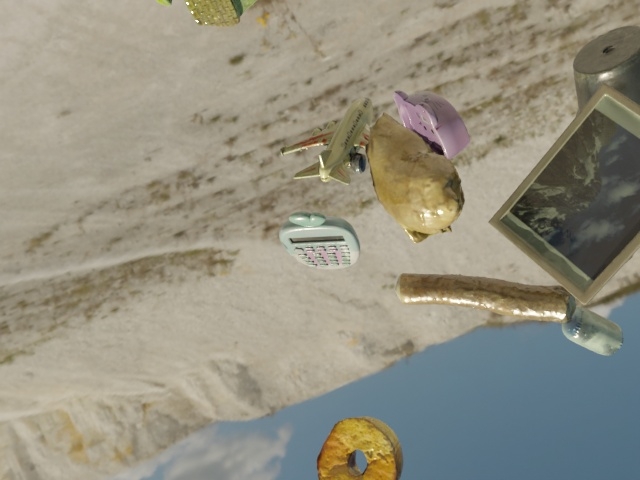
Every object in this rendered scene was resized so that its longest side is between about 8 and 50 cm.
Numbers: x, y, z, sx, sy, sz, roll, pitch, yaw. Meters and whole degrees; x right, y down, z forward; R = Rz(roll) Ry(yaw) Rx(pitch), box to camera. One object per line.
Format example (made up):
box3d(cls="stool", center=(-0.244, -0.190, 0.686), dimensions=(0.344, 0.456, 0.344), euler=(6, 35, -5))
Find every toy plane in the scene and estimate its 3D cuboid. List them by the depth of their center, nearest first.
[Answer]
box3d(cls="toy plane", center=(0.051, -0.195, 1.391), dimensions=(0.241, 0.104, 0.256), euler=(7, -142, 26))

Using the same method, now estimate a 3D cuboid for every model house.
box3d(cls="model house", center=(-0.223, -0.513, 1.372), dimensions=(0.189, 0.214, 0.195), euler=(-51, 151, -17))

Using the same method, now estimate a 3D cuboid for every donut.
box3d(cls="donut", center=(0.085, 0.441, 1.409), dimensions=(0.174, 0.190, 0.074), euler=(13, -175, 34))

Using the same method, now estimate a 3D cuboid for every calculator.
box3d(cls="calculator", center=(0.000, 0.000, 1.700), dimensions=(0.185, 0.041, 0.299), euler=(-3, 153, 14))

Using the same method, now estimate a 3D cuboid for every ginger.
box3d(cls="ginger", center=(0.132, -0.099, 0.957), dimensions=(0.115, 0.193, 0.122), euler=(-22, 173, -26))

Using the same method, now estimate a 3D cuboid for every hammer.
box3d(cls="hammer", center=(0.523, 0.173, 1.433), dimensions=(0.194, 0.116, 0.070), euler=(-147, -99, -83))

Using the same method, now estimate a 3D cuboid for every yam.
box3d(cls="yam", center=(0.269, 0.092, 1.184), dimensions=(0.299, 0.066, 0.066), euler=(5, -165, 25))

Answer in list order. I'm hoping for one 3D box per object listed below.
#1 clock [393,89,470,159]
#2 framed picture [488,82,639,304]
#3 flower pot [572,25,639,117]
box3d(cls="clock", center=(0.183, -0.202, 1.169), dimensions=(0.050, 0.110, 0.153), euler=(-32, -149, -5))
box3d(cls="framed picture", center=(0.416, -0.071, 1.068), dimensions=(0.281, 0.209, 0.019), euler=(-55, 149, 15))
box3d(cls="flower pot", center=(0.586, -0.317, 1.376), dimensions=(0.235, 0.148, 0.235), euler=(-29, -149, 20))
